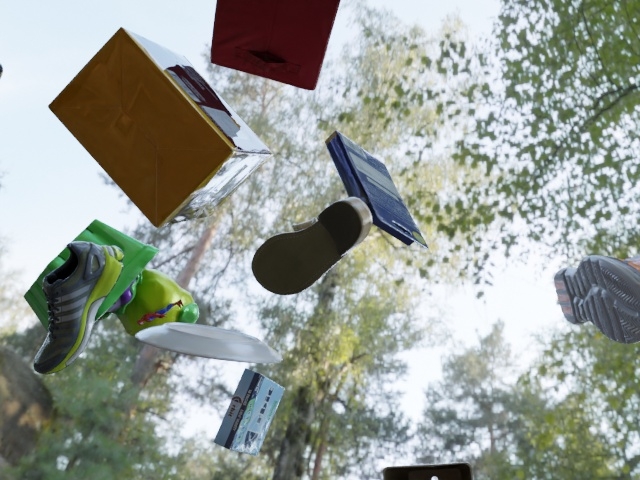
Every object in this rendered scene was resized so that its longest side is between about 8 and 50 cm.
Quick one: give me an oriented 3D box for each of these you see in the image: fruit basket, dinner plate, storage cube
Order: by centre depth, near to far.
[{"bbox_3d":[-0.104,0.095,0.649,0.141,0.141,0.017,11,-93,1],"label":"dinner plate"},{"bbox_3d":[-0.060,-0.391,1.089,0.183,0.215,0.193,15,-36,-5],"label":"storage cube"},{"bbox_3d":[-0.501,0.154,1.686,0.392,0.283,0.392,22,-38,18],"label":"fruit basket"}]

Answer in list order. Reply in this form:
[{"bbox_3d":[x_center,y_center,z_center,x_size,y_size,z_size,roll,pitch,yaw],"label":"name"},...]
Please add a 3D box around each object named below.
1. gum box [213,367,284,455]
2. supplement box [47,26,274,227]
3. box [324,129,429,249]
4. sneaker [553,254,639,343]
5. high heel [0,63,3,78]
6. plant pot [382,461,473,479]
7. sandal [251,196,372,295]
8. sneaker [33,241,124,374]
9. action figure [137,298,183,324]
[{"bbox_3d":[-0.144,0.360,1.412,0.041,0.157,0.184,18,-15,18],"label":"gum box"},{"bbox_3d":[-0.187,-0.135,0.848,0.129,0.194,0.191,-43,-92,11],"label":"supplement box"},{"bbox_3d":[0.090,-0.075,1.109,0.036,0.225,0.136,-43,-48,21],"label":"box"},{"bbox_3d":[0.468,0.060,0.978,0.180,0.321,0.125,-14,-89,3],"label":"sneaker"},{"bbox_3d":[-0.411,-0.170,0.809,0.261,0.186,0.093,-8,-90,28],"label":"high heel"},{"bbox_3d":[0.144,0.335,0.861,0.109,0.109,0.096,-8,-13,13],"label":"plant pot"},{"bbox_3d":[0.003,0.006,0.928,0.240,0.079,0.088,-33,-98,46],"label":"sandal"},{"bbox_3d":[-0.530,0.131,1.407,0.121,0.300,0.111,28,-7,-42],"label":"sneaker"},{"bbox_3d":[-0.386,0.176,1.630,0.038,0.115,0.030,-21,-91,62],"label":"action figure"}]
